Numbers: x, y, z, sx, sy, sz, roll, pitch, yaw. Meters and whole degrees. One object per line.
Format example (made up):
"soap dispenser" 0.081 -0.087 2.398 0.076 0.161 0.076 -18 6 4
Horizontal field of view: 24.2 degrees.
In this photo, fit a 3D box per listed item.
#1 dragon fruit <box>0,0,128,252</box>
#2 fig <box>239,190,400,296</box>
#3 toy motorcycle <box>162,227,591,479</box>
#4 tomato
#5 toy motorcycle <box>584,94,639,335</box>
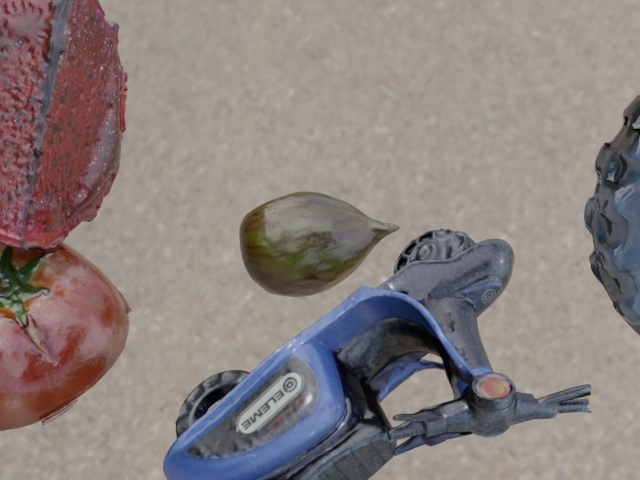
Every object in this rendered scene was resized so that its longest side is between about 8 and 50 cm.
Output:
"dragon fruit" -0.277 -0.126 1.419 0.189 0.262 0.163 12 0 -7
"fig" 0.000 0.000 1.451 0.109 0.154 0.103 -37 116 -72
"toy motorcycle" 0.036 0.140 1.165 0.212 0.358 0.125 46 -5 46
"tomato" -0.294 0.067 1.399 0.225 0.085 0.225 -4 47 4
"toy motorcycle" 0.239 -0.140 0.532 0.232 0.416 0.172 6 16 -12
